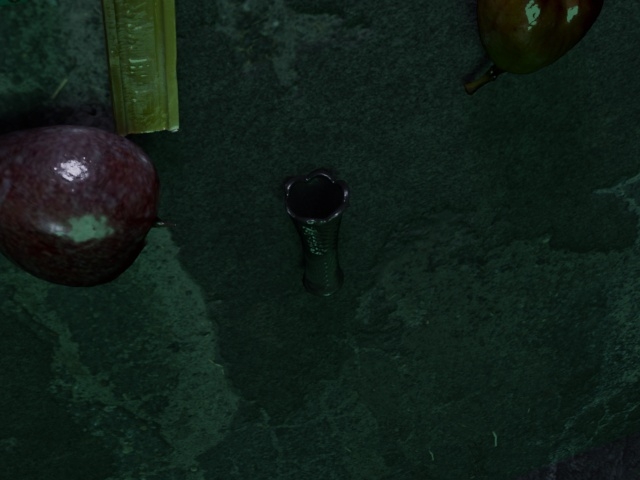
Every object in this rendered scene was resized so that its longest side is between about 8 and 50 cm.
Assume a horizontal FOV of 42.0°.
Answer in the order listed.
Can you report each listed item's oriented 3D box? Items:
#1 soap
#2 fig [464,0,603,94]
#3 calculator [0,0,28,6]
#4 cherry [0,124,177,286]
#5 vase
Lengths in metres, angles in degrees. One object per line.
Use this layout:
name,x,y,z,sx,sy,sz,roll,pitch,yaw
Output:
soap,-0.237,-0.247,1.104,0.092,0.037,0.252,-9,137,-16
fig,0.284,-0.300,1.206,0.170,0.145,0.274,-1,149,-20
calculator,-0.453,-0.320,0.832,0.274,0.058,0.248,-5,155,10
cherry,-0.350,-0.051,1.148,0.300,0.203,0.230,21,142,-13
vase,0.000,0.000,1.429,0.116,0.115,0.237,-15,142,-7
